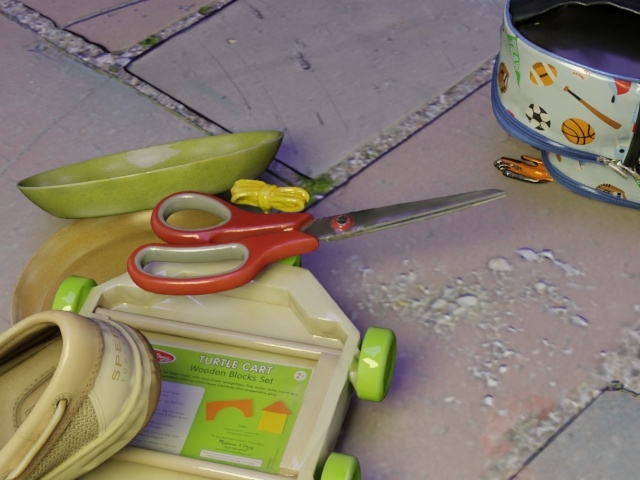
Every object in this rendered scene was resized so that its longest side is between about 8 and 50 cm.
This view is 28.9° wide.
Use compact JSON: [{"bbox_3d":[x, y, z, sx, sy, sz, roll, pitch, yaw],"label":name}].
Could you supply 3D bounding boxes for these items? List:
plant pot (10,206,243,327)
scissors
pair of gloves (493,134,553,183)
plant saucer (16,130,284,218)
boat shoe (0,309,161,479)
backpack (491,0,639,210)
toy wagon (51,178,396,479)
[{"bbox_3d":[-0.145,0.048,1.069,0.236,0.032,0.236,-4,43,4],"label":"plant pot"},{"bbox_3d":[0.000,0.000,0.970,0.297,0.021,0.109,0,42,3],"label":"scissors"},{"bbox_3d":[0.208,-0.081,1.182,0.074,0.010,0.083,15,45,17],"label":"pair of gloves"},{"bbox_3d":[-0.148,-0.057,1.113,0.241,0.037,0.241,-9,10,2],"label":"plant saucer"},{"bbox_3d":[-0.266,0.157,0.815,0.341,0.110,0.121,-40,62,7],"label":"boat shoe"},{"bbox_3d":[0.286,-0.158,1.109,0.263,0.213,0.276,19,40,7],"label":"backpack"},{"bbox_3d":[-0.080,0.091,0.944,0.267,0.068,0.344,9,46,13],"label":"toy wagon"}]
